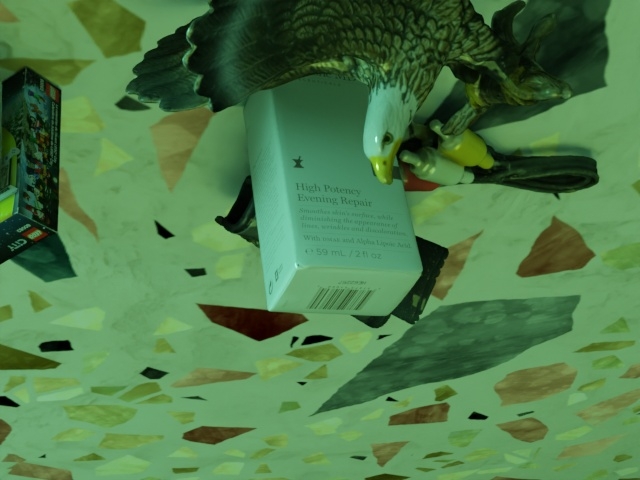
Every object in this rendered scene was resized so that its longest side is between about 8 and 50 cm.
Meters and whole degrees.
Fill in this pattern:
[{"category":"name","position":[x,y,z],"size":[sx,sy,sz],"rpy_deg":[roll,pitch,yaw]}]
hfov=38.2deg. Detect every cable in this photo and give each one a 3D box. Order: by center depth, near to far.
[{"category":"cable","position":[0.177,-0.066,0.999],"size":[0.287,0.072,0.139],"rpy_deg":[14,147,-34]}]

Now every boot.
[{"category":"boot","position":[0.000,0.000,1.019],"size":[0.223,0.118,0.338],"rpy_deg":[25,170,-3]}]

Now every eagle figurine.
[{"category":"eagle figurine","position":[0.030,-0.151,0.683],"size":[0.298,0.225,0.226],"rpy_deg":[13,132,-19]}]

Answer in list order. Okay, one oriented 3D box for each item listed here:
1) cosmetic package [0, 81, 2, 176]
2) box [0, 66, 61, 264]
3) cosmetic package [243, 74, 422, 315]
[{"category":"cosmetic package","position":[-0.388,-0.082,0.727],"size":[0.238,0.107,0.127],"rpy_deg":[-3,171,13]},{"category":"box","position":[-0.330,-0.034,0.828],"size":[0.233,0.159,0.044],"rpy_deg":[-25,144,25]},{"category":"cosmetic package","position":[0.005,-0.051,0.822],"size":[0.117,0.231,0.085],"rpy_deg":[4,146,-22]}]
